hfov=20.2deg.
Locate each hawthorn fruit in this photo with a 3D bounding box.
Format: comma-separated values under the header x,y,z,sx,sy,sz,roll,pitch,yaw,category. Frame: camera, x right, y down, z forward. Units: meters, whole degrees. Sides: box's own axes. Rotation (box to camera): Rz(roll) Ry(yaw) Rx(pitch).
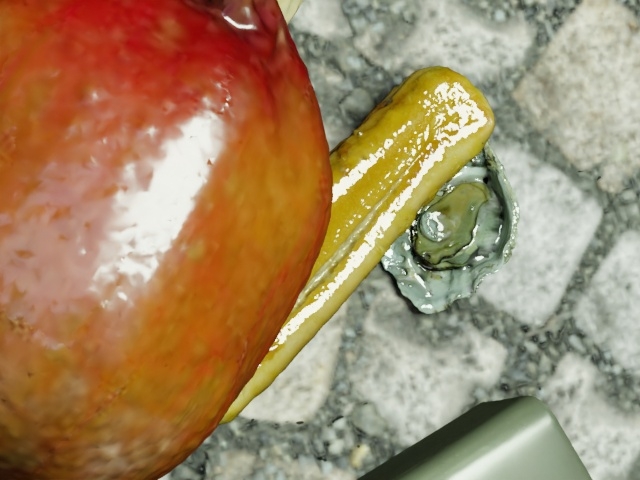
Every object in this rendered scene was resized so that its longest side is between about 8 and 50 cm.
x,y,z,sx,sy,sz,roll,pitch,yaw,category
-0.135,-0.012,0.949,0.295,0.295,0.311,35,74,-8,hawthorn fruit

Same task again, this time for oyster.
x,y,z,sx,sy,sz,roll,pitch,yaw,category
0.085,-0.007,1.176,0.100,0.037,0.098,-28,71,3,oyster

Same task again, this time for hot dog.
x,y,z,sx,sy,sz,roll,pitch,yaw,category
0.002,0.001,1.129,0.286,0.061,0.088,-42,95,-15,hot dog

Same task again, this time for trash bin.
x,y,z,sx,sy,sz,roll,pitch,yaw,category
0.060,0.222,1.087,0.240,0.122,0.164,-30,91,-20,trash bin

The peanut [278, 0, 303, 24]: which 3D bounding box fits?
x,y,z,sx,sy,sz,roll,pitch,yaw,category
-0.036,-0.234,1.114,0.152,0.152,0.313,38,75,-8,peanut
